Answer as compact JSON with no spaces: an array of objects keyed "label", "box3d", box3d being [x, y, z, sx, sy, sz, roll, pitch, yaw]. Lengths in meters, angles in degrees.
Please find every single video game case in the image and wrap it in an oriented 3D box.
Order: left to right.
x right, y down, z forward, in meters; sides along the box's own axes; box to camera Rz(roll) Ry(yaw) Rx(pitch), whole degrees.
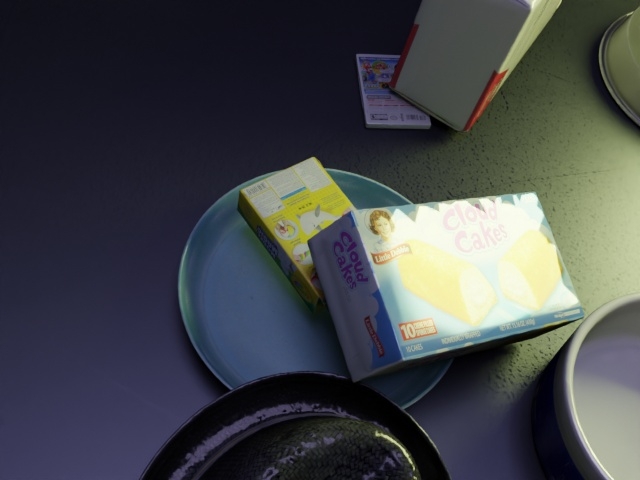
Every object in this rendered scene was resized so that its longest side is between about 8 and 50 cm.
[{"label":"video game case","box3d":[0.096,-0.200,1.145,0.087,0.011,0.122,0,59,-10]}]

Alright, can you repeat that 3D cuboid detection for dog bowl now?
[{"label":"dog bowl","box3d":[0.362,0.192,0.896,0.264,0.104,0.265,4,58,-7]}]

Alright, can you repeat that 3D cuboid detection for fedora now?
[{"label":"fedora","box3d":[-0.019,0.258,0.733,0.334,0.152,0.334,3,67,-8]}]

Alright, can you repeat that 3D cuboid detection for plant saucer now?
[{"label":"plant saucer","box3d":[0.002,0.059,0.950,0.317,0.044,0.318,4,57,-7]}]

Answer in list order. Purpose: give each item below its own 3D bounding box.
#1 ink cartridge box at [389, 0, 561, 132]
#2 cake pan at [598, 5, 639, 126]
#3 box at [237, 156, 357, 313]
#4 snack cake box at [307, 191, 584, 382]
[{"label":"ink cartridge box","box3d":[0.236,-0.323,1.115,0.131,0.226,0.306,31,55,8]},{"label":"cake pan","box3d":[0.550,-0.246,1.231,0.293,0.054,0.293,5,58,-8]},{"label":"box","box3d":[0.000,0.000,0.937,0.105,0.043,0.179,-26,64,-25]},{"label":"snack cake box","box3d":[0.134,0.041,0.886,0.264,0.089,0.152,-7,73,-36]}]
